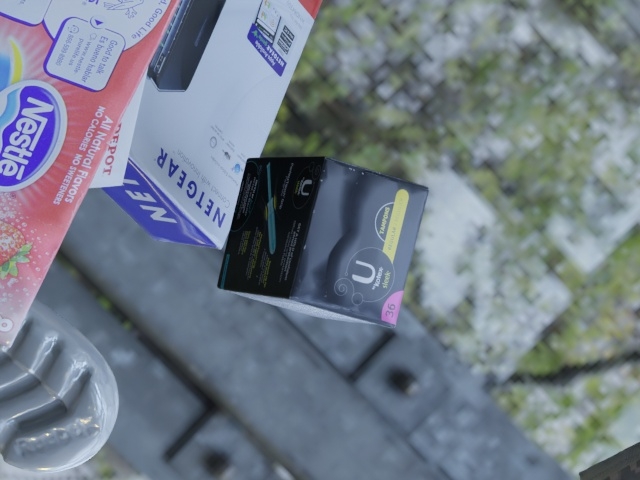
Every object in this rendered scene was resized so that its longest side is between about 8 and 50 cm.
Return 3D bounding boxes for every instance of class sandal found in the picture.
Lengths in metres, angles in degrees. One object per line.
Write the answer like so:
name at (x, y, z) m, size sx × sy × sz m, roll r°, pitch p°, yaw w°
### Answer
sandal at (-0.321, 0.014, 1.449) m, size 0.169 × 0.416 × 0.102 m, roll -37°, pitch -169°, yaw 23°

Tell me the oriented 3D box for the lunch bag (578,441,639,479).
lunch bag at (0.295, 0.212, 1.106) m, size 0.287 × 0.235 × 0.169 m, roll -22°, pitch 165°, yaw 28°

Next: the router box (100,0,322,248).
router box at (-0.144, -0.202, 1.698) m, size 0.082 × 0.335 × 0.301 m, roll 7°, pitch -114°, yaw 32°

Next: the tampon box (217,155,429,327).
tampon box at (0.000, 0.000, 1.582) m, size 0.161 × 0.101 × 0.120 m, roll 5°, pitch -100°, yaw 65°

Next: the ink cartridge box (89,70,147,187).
ink cartridge box at (-0.175, -0.081, 1.104) m, size 0.056 × 0.135 × 0.099 m, roll 47°, pitch -48°, yaw 43°

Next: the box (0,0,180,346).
box at (-0.157, -0.116, 0.903) m, size 0.142 × 0.154 × 0.300 m, roll -90°, pitch -156°, yaw -53°
